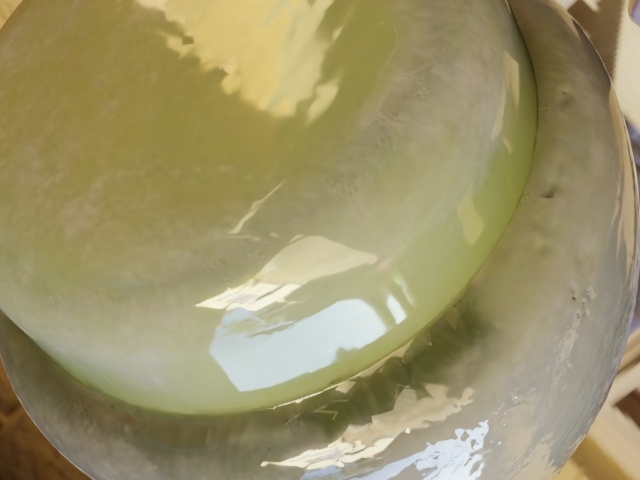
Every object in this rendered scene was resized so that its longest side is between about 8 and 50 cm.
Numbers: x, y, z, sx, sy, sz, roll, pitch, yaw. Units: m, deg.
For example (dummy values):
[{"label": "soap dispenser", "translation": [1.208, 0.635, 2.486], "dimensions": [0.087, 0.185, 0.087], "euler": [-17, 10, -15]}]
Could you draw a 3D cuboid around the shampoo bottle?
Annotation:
[{"label": "shampoo bottle", "translation": [0.000, 0.000, 0.663], "dimensions": [0.317, 0.322, 0.322], "euler": [52, -167, -51]}]

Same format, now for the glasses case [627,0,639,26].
[{"label": "glasses case", "translation": [0.256, -0.188, 0.770], "dimensions": [0.075, 0.113, 0.297], "euler": [35, 176, -1]}]
